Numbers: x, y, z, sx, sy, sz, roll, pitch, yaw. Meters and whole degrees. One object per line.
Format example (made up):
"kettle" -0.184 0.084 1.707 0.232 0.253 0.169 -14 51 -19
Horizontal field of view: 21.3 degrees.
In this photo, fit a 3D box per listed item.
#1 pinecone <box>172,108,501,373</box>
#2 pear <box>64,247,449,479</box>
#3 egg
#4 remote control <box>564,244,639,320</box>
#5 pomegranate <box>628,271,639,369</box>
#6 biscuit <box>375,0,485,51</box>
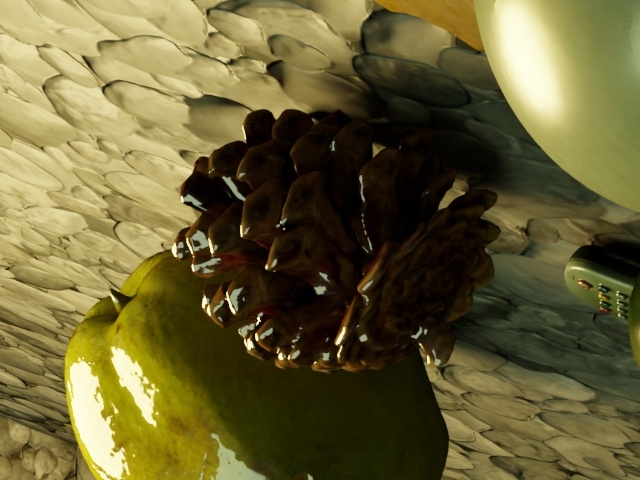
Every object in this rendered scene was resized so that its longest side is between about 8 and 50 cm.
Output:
"pinecone" -0.001 0.002 1.091 0.212 0.168 0.185 14 163 21
"pear" -0.050 0.139 1.384 0.321 0.269 0.269 37 158 -16
"egg" 0.142 -0.104 0.606 0.183 0.183 0.217 16 171 17
"remote control" 0.270 0.050 1.127 0.222 0.042 0.072 17 161 18
"pomegranate" 0.282 0.047 0.998 0.191 0.131 0.152 -21 133 33
"biscuit" 0.075 -0.156 0.810 0.232 0.013 0.237 4 154 42
